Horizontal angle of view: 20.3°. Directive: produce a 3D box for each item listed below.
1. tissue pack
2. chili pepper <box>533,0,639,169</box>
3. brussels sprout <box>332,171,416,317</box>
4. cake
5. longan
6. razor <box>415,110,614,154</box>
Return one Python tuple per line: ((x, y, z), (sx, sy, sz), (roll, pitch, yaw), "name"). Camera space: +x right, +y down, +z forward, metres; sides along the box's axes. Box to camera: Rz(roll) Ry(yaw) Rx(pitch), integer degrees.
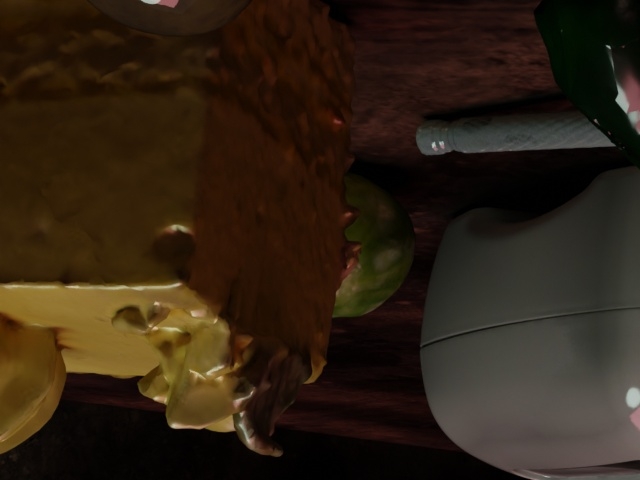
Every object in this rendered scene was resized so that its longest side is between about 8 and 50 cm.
((0.236, 0.084, 1.439), (0.229, 0.236, 0.333), (12, 165, -29), "tissue pack")
((0.189, -0.109, 0.769), (0.165, 0.174, 0.261), (-33, 148, 27), "chili pepper")
((0.001, 0.004, 1.426), (0.155, 0.117, 0.155), (-3, 175, 0), "brussels sprout")
((-0.117, -0.012, 0.996), (0.227, 0.286, 0.222), (-1, 167, 21), "cake")
((-0.075, -0.143, 0.840), (0.106, 0.106, 0.119), (14, 170, -37), "longan")
((0.159, -0.071, 1.188), (0.232, 0.068, 0.106), (-1, 167, 44), "razor")
